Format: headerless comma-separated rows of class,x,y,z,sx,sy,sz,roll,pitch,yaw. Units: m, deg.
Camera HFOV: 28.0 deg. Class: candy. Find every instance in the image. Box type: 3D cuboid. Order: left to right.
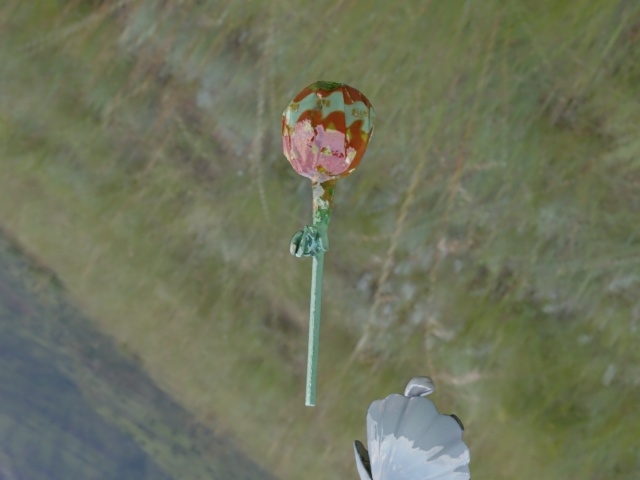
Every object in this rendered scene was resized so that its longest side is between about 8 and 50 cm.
candy,-0.001,0.000,1.121,0.078,0.287,0.084,6,171,-13

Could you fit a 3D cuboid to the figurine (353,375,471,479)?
figurine,0.071,0.150,0.904,0.094,0.086,0.082,37,-168,14
